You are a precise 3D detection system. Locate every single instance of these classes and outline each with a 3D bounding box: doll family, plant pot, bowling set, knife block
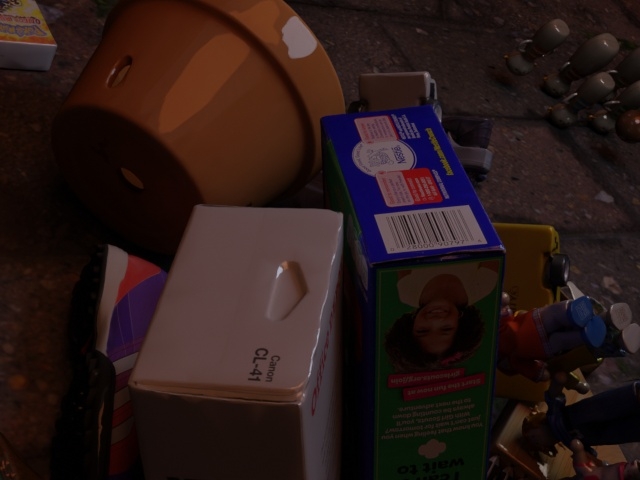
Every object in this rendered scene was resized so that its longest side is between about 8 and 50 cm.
[{"bbox_3d":[0.245,0.149,1.139,0.118,0.163,0.263,-34,98,-45],"label":"doll family"},{"bbox_3d":[-0.147,-0.121,1.276,0.291,0.291,0.203,35,55,5],"label":"plant pot"},{"bbox_3d":[0.437,-0.227,1.936,0.287,0.154,0.199,8,60,-30],"label":"bowling set"},{"bbox_3d":[0.198,0.231,1.241,0.242,0.088,0.275,8,42,-29],"label":"knife block"}]

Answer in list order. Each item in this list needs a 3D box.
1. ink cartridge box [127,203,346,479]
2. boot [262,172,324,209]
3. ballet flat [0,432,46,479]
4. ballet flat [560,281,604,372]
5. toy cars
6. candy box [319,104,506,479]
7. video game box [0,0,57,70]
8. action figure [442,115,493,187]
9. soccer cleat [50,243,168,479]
[{"bbox_3d":[-0.051,0.155,0.958,0.131,0.306,0.226,2,37,8],"label":"ink cartridge box"},{"bbox_3d":[0.000,0.000,1.404,0.207,0.090,0.248,19,38,5],"label":"boot"},{"bbox_3d":[-0.208,0.277,0.897,0.124,0.116,0.342,18,33,-51],"label":"ballet flat"},{"bbox_3d":[0.286,0.063,1.515,0.080,0.073,0.232,-15,56,-45],"label":"ballet flat"},{"bbox_3d":[0.153,-0.009,1.291,0.393,0.176,0.087,53,22,10],"label":"toy cars"},{"bbox_3d":[0.075,0.076,1.104,0.122,0.317,0.268,-6,32,-5],"label":"candy box"},{"bbox_3d":[-0.442,-0.283,1.428,0.205,0.048,0.187,-2,50,-37],"label":"video game box"},{"bbox_3d":[0.170,0.002,1.425,0.185,0.099,0.285,39,48,-70],"label":"action figure"},{"bbox_3d":[-0.171,0.131,1.089,0.116,0.108,0.318,20,35,-21],"label":"soccer cleat"}]
